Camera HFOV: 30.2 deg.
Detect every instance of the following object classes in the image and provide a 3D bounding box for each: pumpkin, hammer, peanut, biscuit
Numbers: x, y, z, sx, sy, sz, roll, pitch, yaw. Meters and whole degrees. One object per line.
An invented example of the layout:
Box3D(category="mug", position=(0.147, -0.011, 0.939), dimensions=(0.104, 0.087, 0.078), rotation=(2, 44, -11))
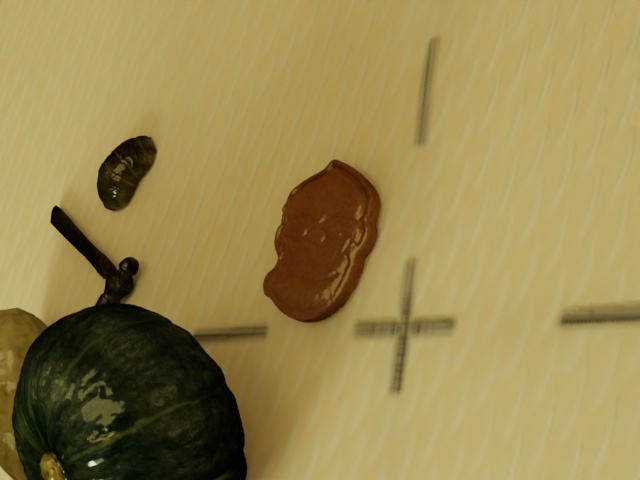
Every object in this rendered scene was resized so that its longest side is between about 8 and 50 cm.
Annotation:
Box3D(category="pumpkin", position=(-0.147, 0.152, 0.918), dimensions=(0.211, 0.152, 0.212), rotation=(35, 134, 46))
Box3D(category="hammer", position=(-0.229, 0.010, 1.145), dimensions=(0.178, 0.021, 0.065), rotation=(38, 102, 45))
Box3D(category="pumpkin", position=(-0.192, -0.069, 1.136), dimensions=(0.083, 0.028, 0.050), rotation=(-53, 44, 9))
Box3D(category="peanut", position=(-0.277, 0.144, 1.099), dimensions=(0.082, 0.082, 0.187), rotation=(-31, 55, 32))
Box3D(category="biscuit", position=(0.000, 0.000, 0.931), dimensions=(0.102, 0.019, 0.130), rotation=(15, 84, 44))
